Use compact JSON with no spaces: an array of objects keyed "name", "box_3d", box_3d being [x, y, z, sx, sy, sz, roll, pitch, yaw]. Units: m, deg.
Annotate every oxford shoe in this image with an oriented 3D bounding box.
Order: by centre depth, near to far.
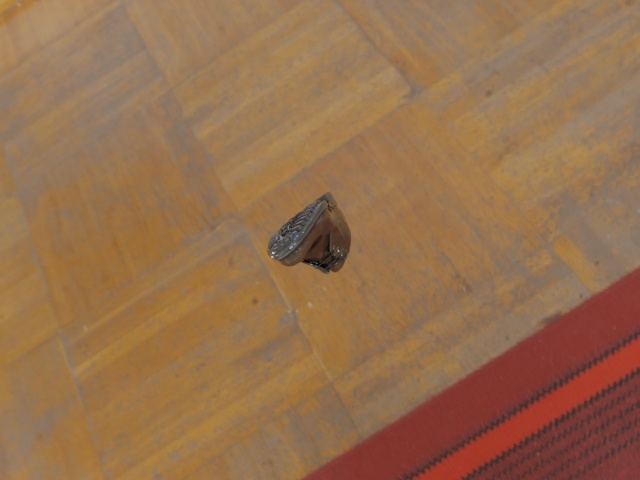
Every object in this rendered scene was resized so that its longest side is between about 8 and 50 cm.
[{"name":"oxford shoe","box_3d":[0.000,0.000,1.006,0.082,0.227,0.096,-34,91,22]}]
